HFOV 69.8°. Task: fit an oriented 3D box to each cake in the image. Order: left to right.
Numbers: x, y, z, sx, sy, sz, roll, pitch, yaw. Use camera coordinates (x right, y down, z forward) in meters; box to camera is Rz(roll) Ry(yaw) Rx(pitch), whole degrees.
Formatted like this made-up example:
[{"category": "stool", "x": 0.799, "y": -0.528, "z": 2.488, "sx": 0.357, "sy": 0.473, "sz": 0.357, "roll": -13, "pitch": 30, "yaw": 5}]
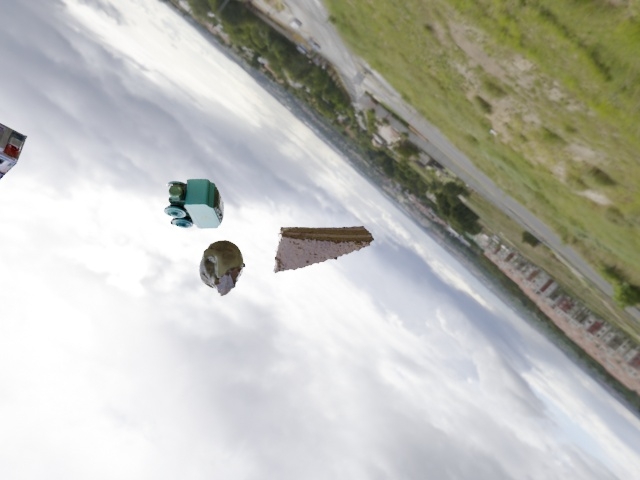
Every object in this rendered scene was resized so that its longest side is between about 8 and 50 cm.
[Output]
[{"category": "cake", "x": 0.000, "y": 0.000, "z": 1.294, "sx": 0.116, "sy": 0.295, "sz": 0.113, "roll": -108, "pitch": 8, "yaw": -62}]

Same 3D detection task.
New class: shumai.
[{"category": "shumai", "x": -0.340, "y": 0.101, "z": 1.663, "sx": 0.120, "sy": 0.201, "sz": 0.201, "roll": 12, "pitch": 168, "yaw": 42}]

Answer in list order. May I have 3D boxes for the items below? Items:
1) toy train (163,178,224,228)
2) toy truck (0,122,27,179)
[{"category": "toy train", "x": -0.362, "y": -0.101, "z": 1.326, "sx": 0.198, "sy": 0.154, "sz": 0.107, "roll": 91, "pitch": 178, "yaw": -68}, {"category": "toy truck", "x": -0.919, "y": -0.272, "z": 1.160, "sx": 0.268, "sy": 0.155, "sz": 0.124, "roll": 32, "pitch": -135, "yaw": -45}]
